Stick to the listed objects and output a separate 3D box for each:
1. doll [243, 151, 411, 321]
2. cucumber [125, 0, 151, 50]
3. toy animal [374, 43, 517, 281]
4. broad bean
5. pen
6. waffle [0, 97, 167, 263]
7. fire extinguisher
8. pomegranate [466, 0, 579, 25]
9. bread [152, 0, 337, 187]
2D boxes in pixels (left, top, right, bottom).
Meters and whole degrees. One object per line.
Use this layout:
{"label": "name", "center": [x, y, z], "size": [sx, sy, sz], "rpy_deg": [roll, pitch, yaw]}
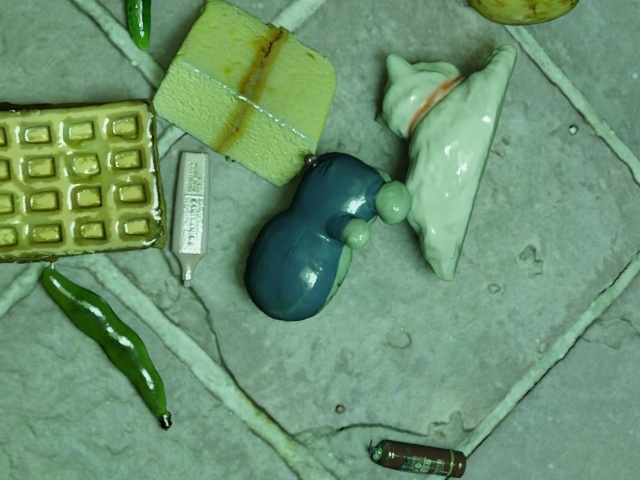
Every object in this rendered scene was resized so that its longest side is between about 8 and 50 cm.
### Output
{"label": "doll", "center": [0.000, 0.000, 1.479], "size": [0.154, 0.228, 0.258], "rpy_deg": [26, 100, -16]}
{"label": "cucumber", "center": [-0.255, -0.351, 1.484], "size": [0.039, 0.039, 0.167], "rpy_deg": [0, 95, -14]}
{"label": "toy animal", "center": [0.158, -0.113, 1.547], "size": [0.188, 0.266, 0.307], "rpy_deg": [12, 133, 0]}
{"label": "broad bean", "center": [-0.290, 0.145, 1.503], "size": [0.060, 0.043, 0.297], "rpy_deg": [-37, 102, 1]}
{"label": "pen", "center": [-0.187, -0.029, 1.523], "size": [0.053, 0.032, 0.197], "rpy_deg": [2, 91, -14]}
{"label": "waffle", "center": [-0.379, -0.080, 1.439], "size": [0.328, 0.098, 0.224], "rpy_deg": [-5, 93, -8]}
{"label": "fire extinguisher", "center": [0.142, 0.333, 1.619], "size": [0.158, 0.043, 0.064], "rpy_deg": [12, 133, -13]}
{"label": "pomegranate", "center": [0.287, -0.416, 1.535], "size": [0.215, 0.215, 0.215], "rpy_deg": [-1, 94, -13]}
{"label": "bread", "center": [-0.100, -0.221, 1.535], "size": [0.240, 0.135, 0.178], "rpy_deg": [30, 53, -13]}
